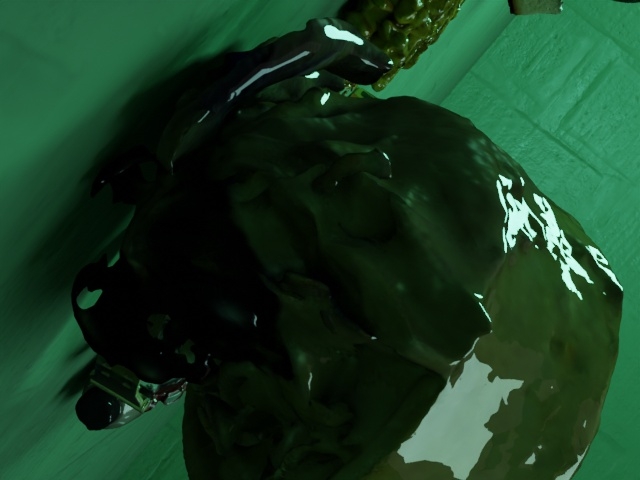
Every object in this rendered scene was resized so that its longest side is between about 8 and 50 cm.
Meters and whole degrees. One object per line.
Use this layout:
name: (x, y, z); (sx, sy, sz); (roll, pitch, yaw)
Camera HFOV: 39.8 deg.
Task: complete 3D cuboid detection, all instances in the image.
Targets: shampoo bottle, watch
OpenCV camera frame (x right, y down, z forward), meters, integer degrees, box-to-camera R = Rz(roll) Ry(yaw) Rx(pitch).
shampoo bottle: (-0.210, 0.155, 1.041); (0.127, 0.078, 0.257); (-45, -179, 17)
watch: (-0.137, 0.047, 0.815); (0.268, 0.102, 0.165); (-62, 177, 36)

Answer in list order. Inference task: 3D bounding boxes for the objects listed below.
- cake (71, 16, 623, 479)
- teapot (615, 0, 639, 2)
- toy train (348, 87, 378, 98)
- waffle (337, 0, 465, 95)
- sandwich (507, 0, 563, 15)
cake: (-0.012, 0.031, 0.595); (0.332, 0.321, 0.332); (-38, -149, 28)
teapot: (0.574, -0.613, 1.559); (0.344, 0.253, 0.300); (-53, -149, -12)
toy train: (0.051, -0.144, 1.203); (0.099, 0.072, 0.188); (-55, 176, 3)
waffle: (0.084, -0.211, 0.804); (0.193, 0.070, 0.197); (-48, 177, -35)
sandwich: (0.192, -0.322, 0.778); (0.193, 0.058, 0.162); (73, 24, -49)
